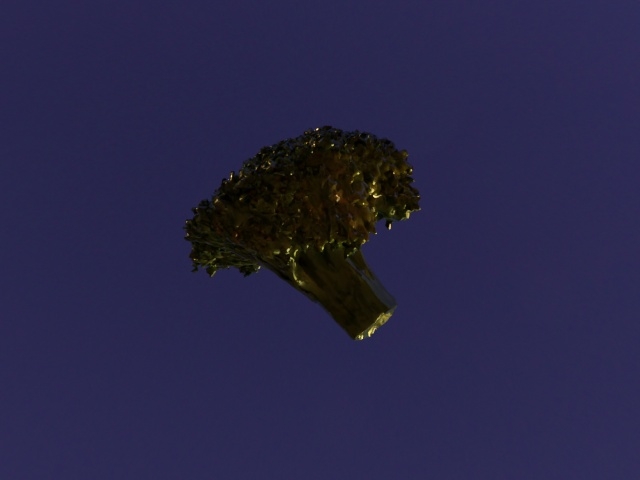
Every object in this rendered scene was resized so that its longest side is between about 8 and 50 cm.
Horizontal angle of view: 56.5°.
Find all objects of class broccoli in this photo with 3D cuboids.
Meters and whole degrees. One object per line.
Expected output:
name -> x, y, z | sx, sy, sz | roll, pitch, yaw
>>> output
broccoli -> 0.000, 0.000, 0.532 | 0.220, 0.194, 0.194 | -36, -78, -5
